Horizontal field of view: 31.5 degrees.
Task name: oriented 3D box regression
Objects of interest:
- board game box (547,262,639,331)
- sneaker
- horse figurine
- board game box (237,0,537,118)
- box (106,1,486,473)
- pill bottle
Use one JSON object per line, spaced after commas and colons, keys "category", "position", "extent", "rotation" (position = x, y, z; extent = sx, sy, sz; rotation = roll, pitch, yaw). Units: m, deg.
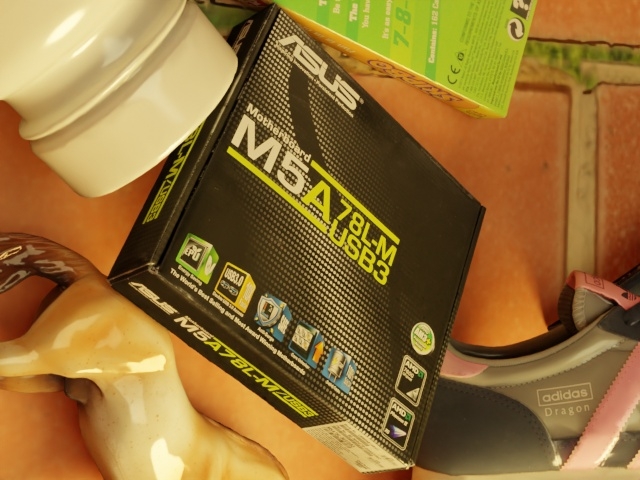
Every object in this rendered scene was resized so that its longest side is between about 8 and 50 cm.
{"category": "board game box", "position": [0.301, 0.058, 0.767], "extent": [0.243, 0.042, 0.165], "rotation": [-34, 86, -10]}
{"category": "sneaker", "position": [0.203, 0.076, 0.672], "extent": [0.319, 0.112, 0.131], "rotation": [-9, 89, 1]}
{"category": "horse figurine", "position": [-0.117, 0.096, 0.565], "extent": [0.174, 0.066, 0.263], "rotation": [-35, 110, -25]}
{"category": "board game box", "position": [0.022, -0.173, 0.655], "extent": [0.259, 0.039, 0.124], "rotation": [21, 81, -34]}
{"category": "box", "position": [0.000, 0.000, 0.613], "extent": [0.191, 0.045, 0.184], "rotation": [41, 53, -26]}
{"category": "pill bottle", "position": [-0.146, -0.133, 0.495], "extent": [0.229, 0.131, 0.131], "rotation": [48, 69, -25]}
